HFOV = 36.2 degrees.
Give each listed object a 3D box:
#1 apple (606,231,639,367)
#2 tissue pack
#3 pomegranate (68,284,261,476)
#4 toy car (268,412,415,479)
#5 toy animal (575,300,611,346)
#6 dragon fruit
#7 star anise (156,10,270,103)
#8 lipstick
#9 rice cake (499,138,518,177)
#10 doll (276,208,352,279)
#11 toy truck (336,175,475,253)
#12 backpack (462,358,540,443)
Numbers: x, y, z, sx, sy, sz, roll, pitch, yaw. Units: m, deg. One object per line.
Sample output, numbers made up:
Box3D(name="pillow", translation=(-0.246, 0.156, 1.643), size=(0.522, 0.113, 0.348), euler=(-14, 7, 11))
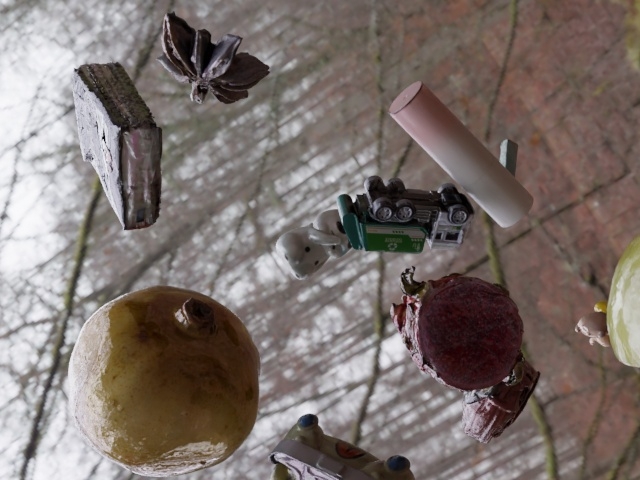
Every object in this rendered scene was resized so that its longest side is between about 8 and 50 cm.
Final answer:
Box3D(name="apple", translation=(0.495, 0.056, 1.155), size=(0.295, 0.233, 0.258), euler=(13, -177, 1))
Box3D(name="tissue pack", translation=(-0.415, -0.197, 1.997), size=(0.332, 0.123, 0.244), euler=(-127, 35, -48))
Box3D(name="pomegranate", translation=(-0.307, 0.278, 1.990), size=(0.416, 0.417, 0.416), euler=(50, -162, -22))
Box3D(name="toy car", translation=(0.055, 0.467, 1.764), size=(0.226, 0.242, 0.335), euler=(-43, -35, -43))
Box3D(name="toy animal", translation=(0.586, 0.187, 2.018), size=(0.091, 0.114, 0.082), euler=(36, 140, 32))
Box3D(name="dragon fruit", translation=(0.239, 0.148, 1.732), size=(0.282, 0.211, 0.147), euler=(41, 171, -4))
Box3D(name="star anise", translation=(-0.209, -0.332, 1.821), size=(0.236, 0.229, 0.093), euler=(33, -121, -32))
Box3D(name="lipstick", translation=(0.271, -0.162, 1.870), size=(0.327, 0.087, 0.087), euler=(43, -160, -18))
Box3D(name="rice cake", translation=(0.414, -0.141, 2.155), size=(0.042, 0.030, 0.180), euler=(21, -119, -21))
Box3D(name="doll", translation=(-0.005, 0.004, 2.078), size=(0.110, 0.181, 0.107), euler=(61, -178, -29))
Box3D(name="toy truck", translation=(0.157, -0.046, 1.864), size=(0.254, 0.124, 0.114), euler=(5, -148, -12))
Box3D(name="backpack", translation=(0.396, 0.355, 2.204), size=(0.139, 0.229, 0.229), euler=(29, -163, 3))
